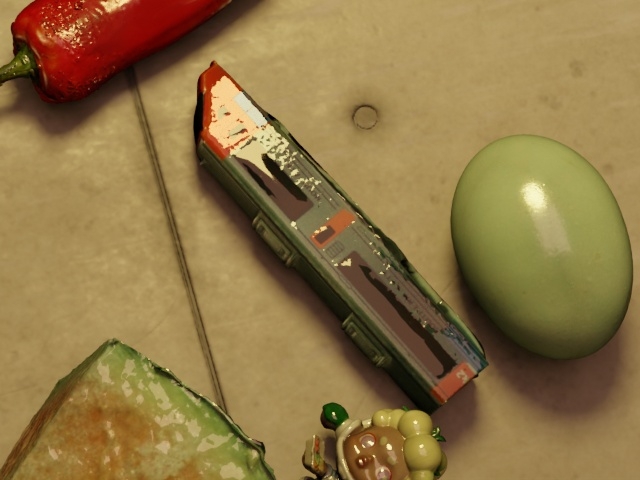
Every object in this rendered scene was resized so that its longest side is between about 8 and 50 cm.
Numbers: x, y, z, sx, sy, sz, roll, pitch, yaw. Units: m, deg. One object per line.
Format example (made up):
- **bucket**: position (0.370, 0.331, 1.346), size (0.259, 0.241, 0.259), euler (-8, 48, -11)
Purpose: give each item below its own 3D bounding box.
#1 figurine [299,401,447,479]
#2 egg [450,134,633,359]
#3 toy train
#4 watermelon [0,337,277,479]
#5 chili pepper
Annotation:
- **figurine**: position (0.028, 0.225, 1.581), size (0.197, 0.093, 0.147), euler (-21, 68, -13)
- **egg**: position (0.219, 0.006, 1.634), size (0.168, 0.168, 0.231), euler (-21, 82, -14)
- **toy train**: position (0.000, 0.000, 1.644), size (0.089, 0.086, 0.409), euler (-41, 84, -15)
- **watermelon**: position (-0.187, 0.254, 1.525), size (0.264, 0.151, 0.302), euler (44, 90, 2)
- **chili pepper**: position (-0.195, -0.226, 1.666), size (0.387, 0.110, 0.110), euler (-31, 81, -19)
